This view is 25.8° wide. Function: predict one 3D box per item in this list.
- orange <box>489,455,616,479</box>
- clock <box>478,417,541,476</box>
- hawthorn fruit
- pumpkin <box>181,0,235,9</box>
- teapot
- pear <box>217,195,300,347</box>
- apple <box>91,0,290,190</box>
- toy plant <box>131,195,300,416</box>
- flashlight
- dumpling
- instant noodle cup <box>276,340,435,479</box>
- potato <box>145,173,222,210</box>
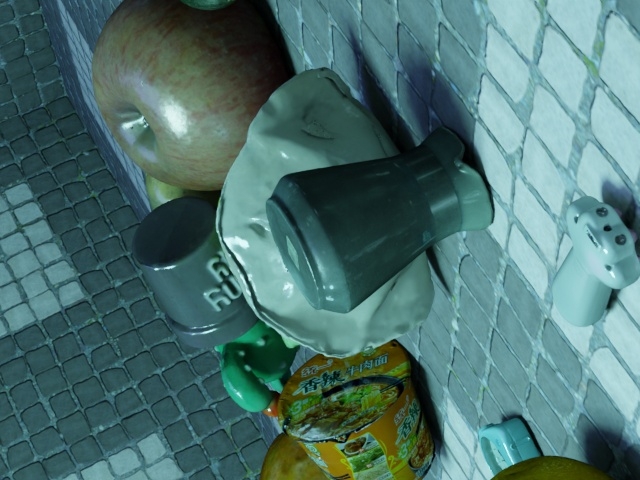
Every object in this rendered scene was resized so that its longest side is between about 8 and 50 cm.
[{"bbox_3d":[0.266,0.354,1.551,0.236,0.236,0.236,58,165,25],"label":"orange"},{"bbox_3d":[0.249,0.288,1.846,0.108,0.045,0.147,65,167,1],"label":"clock"},{"bbox_3d":[0.008,0.433,2.582,0.277,0.277,0.298,130,134,-75],"label":"hawthorn fruit"},{"bbox_3d":[-0.163,-0.413,1.920,0.190,0.146,0.190,176,90,-66],"label":"pumpkin"},{"bbox_3d":[0.067,-0.021,1.601,0.171,0.225,0.203,61,167,22],"label":"teapot"},{"bbox_3d":[0.000,0.000,2.007,0.286,0.176,0.282,62,163,7],"label":"pear"},{"bbox_3d":[-0.196,-0.226,2.116,0.345,0.269,0.345,57,163,27],"label":"apple"},{"bbox_3d":[-0.145,0.116,2.243,0.400,0.185,0.279,58,-174,-43],"label":"toy plant"},{"bbox_3d":[0.262,0.027,1.336,0.093,0.047,0.200,59,168,22],"label":"flashlight"},{"bbox_3d":[0.002,-0.023,1.758,0.181,0.260,0.341,39,154,44],"label":"dumpling"},{"bbox_3d":[0.068,0.293,2.198,0.182,0.230,0.230,63,169,-30],"label":"instant noodle cup"},{"bbox_3d":[-0.162,-0.077,2.348,0.296,0.141,0.191,20,-165,-31],"label":"potato"}]
